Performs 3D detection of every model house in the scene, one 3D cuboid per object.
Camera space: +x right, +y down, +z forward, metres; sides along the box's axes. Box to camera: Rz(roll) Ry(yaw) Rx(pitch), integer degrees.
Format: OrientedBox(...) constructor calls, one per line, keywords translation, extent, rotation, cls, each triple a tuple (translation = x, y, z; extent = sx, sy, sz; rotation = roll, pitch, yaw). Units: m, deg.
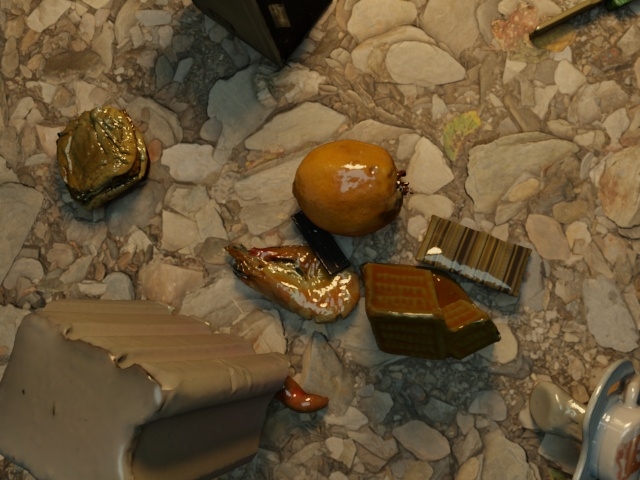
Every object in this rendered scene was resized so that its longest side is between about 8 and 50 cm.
OrientedBox(translation=(0.189, 0.123, 1.106), extent=(0.268, 0.239, 0.173), rotation=(4, 83, 9), cls="model house")

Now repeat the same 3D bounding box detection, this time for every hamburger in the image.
OrientedBox(translation=(-0.448, -0.171, 1.291), extent=(0.206, 0.130, 0.183), rotation=(-25, 79, 23), cls="hamburger")

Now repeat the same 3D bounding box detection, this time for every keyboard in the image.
OrientedBox(translation=(0.000, 0.000, 1.237), extent=(0.053, 0.010, 0.155), rotation=(-25, 67, -19), cls="keyboard")

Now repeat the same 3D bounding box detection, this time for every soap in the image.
OrientedBox(translation=(-0.287, 0.245, 1.028), extent=(0.350, 0.435, 0.212), rotation=(21, 90, 20), cls="soap")

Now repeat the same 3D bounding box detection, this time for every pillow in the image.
OrientedBox(translation=(0.293, 0.029, 1.195), extent=(0.203, 0.038, 0.113), rotation=(21, 64, 11), cls="pillow")

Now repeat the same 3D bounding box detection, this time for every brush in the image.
OrientedBox(translation=(0.548, -0.464, 1.221), extent=(0.282, 0.054, 0.048), rotation=(-26, 94, 4), cls="brush")

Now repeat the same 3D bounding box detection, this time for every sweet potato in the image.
OrientedBox(translation=(-0.082, 0.287, 1.215), extent=(0.202, 0.055, 0.058), rotation=(19, 116, 10), cls="sweet potato")

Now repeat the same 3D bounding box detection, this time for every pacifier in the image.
OrientedBox(translation=(0.468, 0.325, 1.104), extent=(0.207, 0.227, 0.278), rotation=(16, 108, 41), cls="pacifier")

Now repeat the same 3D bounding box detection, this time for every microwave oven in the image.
OrientedBox(translation=(-0.132, -0.536, 1.161), extent=(0.286, 0.355, 0.218), rotation=(36, 89, 10), cls="microwave oven")

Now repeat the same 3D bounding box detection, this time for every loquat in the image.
OrientedBox(translation=(0.058, -0.097, 1.172), extent=(0.234, 0.187, 0.176), rotation=(4, 76, 16), cls="loquat")

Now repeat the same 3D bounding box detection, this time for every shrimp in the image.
OrientedBox(translation=(-0.060, 0.062, 1.239), extent=(0.294, 0.062, 0.154), rotation=(22, 75, 6), cls="shrimp")

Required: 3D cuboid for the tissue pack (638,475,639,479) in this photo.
OrientedBox(translation=(0.612, 0.522, 1.115), extent=(0.123, 0.026, 0.193), rotation=(9, 85, 7), cls="tissue pack")
